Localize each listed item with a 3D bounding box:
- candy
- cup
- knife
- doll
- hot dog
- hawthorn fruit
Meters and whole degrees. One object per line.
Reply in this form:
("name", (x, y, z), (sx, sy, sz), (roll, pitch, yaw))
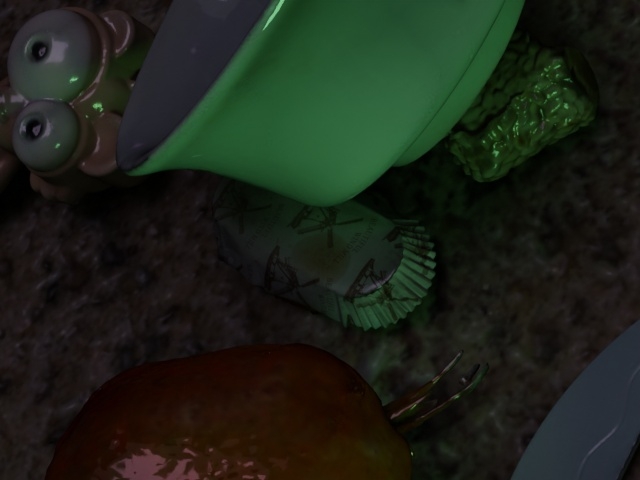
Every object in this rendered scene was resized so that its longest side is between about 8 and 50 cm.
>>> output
("candy", (0.126, -0.097, 1.086), (0.110, 0.085, 0.095), (-42, 37, 3))
("cup", (0.023, -0.160, 1.038), (0.347, 0.163, 0.347), (-53, 19, 27))
("knife", (0.141, 0.165, 0.954), (0.080, 0.044, 0.331), (7, 59, 38))
("doll", (-0.244, -0.081, 1.250), (0.278, 0.119, 0.154), (-22, 68, 22))
("hot dog", (0.000, 0.000, 1.111), (0.192, 0.053, 0.099), (24, 80, 36))
("hawthorn fruit", (-0.029, 0.150, 0.948), (0.299, 0.211, 0.211), (-26, 53, 1))
